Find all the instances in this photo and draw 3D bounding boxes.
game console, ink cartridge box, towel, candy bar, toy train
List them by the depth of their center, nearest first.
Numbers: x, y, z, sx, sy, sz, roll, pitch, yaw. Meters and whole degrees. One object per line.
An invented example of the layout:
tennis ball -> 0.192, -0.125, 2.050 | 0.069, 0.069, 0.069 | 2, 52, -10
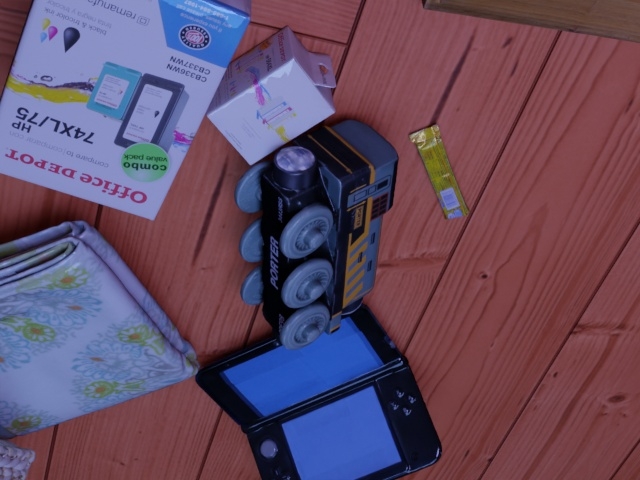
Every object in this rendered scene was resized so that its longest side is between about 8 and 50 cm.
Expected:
ink cartridge box -> -0.219, -0.202, 1.022 | 0.198, 0.197, 0.270 | 18, 124, -20
ink cartridge box -> -0.054, -0.178, 1.132 | 0.143, 0.092, 0.090 | -31, 126, 16
toy train -> 0.000, 0.000, 1.228 | 0.190, 0.142, 0.333 | -27, 142, -26
candy bar -> 0.163, -0.087, 1.280 | 0.040, 0.018, 0.161 | -19, 129, 12
towel -> -0.382, 0.138, 1.304 | 0.321, 0.090, 0.374 | -17, 142, 8
game console -> -0.002, 0.267, 1.441 | 0.293, 0.250, 0.173 | -25, 163, 13

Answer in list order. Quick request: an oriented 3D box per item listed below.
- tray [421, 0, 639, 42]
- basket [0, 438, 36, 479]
tray -> 0.336, -0.318, 1.046 | 0.411, 0.076, 0.202 | 7, 146, -12
basket -> -0.612, 0.339, 1.238 | 0.332, 0.266, 0.328 | 17, 167, 12
